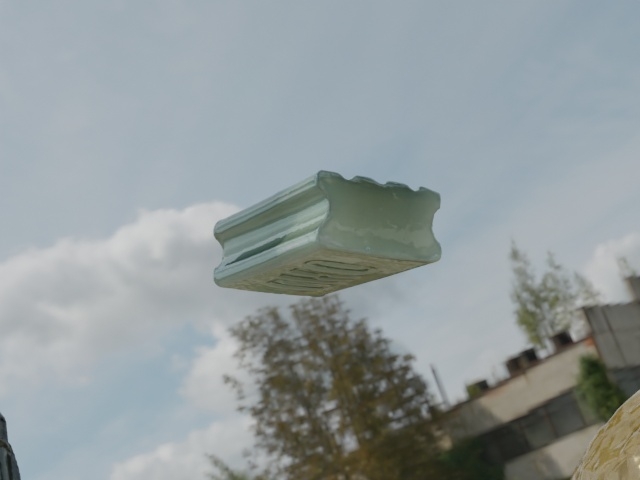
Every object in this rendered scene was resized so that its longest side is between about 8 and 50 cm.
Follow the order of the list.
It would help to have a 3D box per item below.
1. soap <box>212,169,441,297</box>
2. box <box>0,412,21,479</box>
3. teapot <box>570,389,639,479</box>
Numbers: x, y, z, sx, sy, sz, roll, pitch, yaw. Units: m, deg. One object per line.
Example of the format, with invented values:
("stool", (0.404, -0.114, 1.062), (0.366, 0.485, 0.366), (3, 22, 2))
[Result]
("soap", (0.000, 0.000, 0.893), (0.119, 0.067, 0.198), (9, -15, -28))
("box", (-0.169, 0.118, 0.394), (0.069, 0.084, 0.122), (16, -53, -36))
("teapot", (0.176, 0.136, 0.383), (0.167, 0.203, 0.311), (-4, -28, -44))
